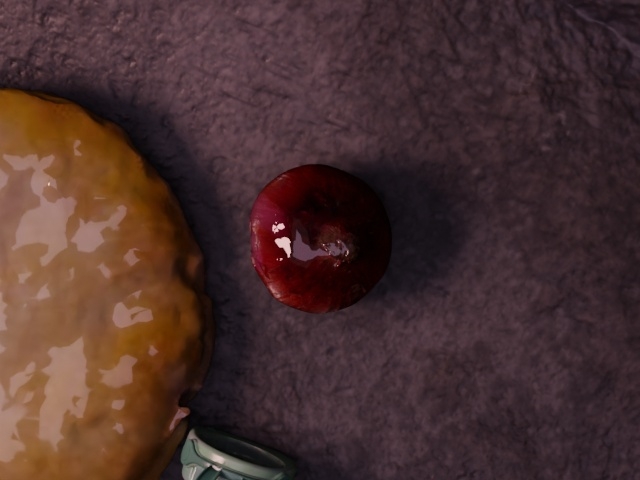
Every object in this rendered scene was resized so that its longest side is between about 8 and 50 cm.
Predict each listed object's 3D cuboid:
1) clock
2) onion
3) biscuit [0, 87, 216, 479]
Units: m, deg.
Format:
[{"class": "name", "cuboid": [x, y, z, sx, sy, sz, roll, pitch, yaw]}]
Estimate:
[{"class": "clock", "cuboid": [-0.076, 0.200, 1.625, 0.101, 0.135, 0.041, 21, 95, 3]}, {"class": "onion", "cuboid": [0.000, 0.000, 1.617, 0.131, 0.131, 0.131, 0, 94, 3]}, {"class": "biscuit", "cuboid": [-0.315, 0.069, 1.624, 0.446, 0.104, 0.429, -13, 95, -11]}]
